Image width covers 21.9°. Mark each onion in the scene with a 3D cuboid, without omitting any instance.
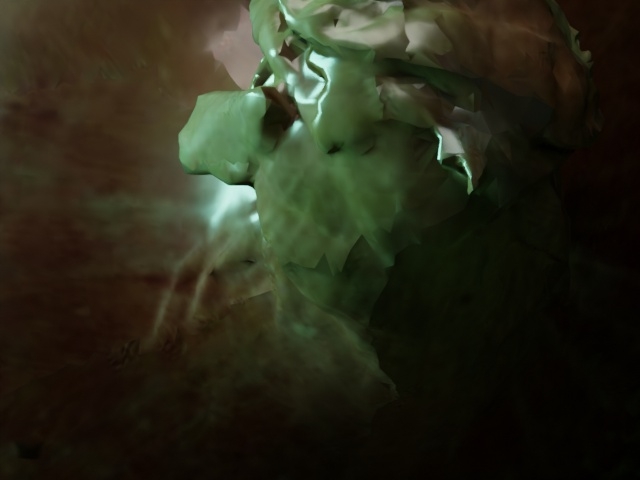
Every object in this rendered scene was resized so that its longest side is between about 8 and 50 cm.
[{"bbox_3d":[-0.006,-0.014,0.530,0.353,0.354,0.353,-10,25,5],"label":"onion"}]
